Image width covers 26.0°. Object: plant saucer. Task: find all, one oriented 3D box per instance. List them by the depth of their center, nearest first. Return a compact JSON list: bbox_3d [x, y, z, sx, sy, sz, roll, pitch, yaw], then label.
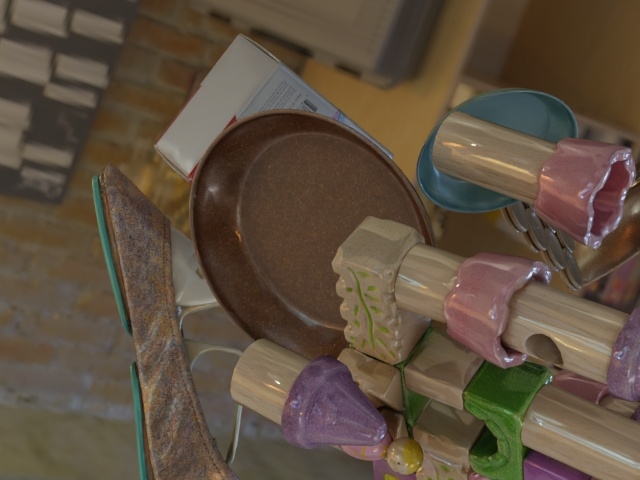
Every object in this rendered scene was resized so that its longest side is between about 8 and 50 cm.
[{"bbox_3d":[0.000,0.000,0.953,0.198,0.199,0.036,25,-147,21],"label":"plant saucer"},{"bbox_3d":[0.122,-0.068,0.984,0.119,0.119,0.021,14,-139,-33],"label":"plant saucer"},{"bbox_3d":[0.365,-0.066,1.457,0.050,0.310,0.310,49,-167,2],"label":"plant saucer"}]

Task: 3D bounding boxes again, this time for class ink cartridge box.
[{"bbox_3d":[-0.038,-0.078,1.224,0.175,0.127,0.072,35,-176,-45],"label":"ink cartridge box"}]

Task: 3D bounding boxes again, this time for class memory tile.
[{"bbox_3d":[0.176,-0.029,1.147,0.148,0.012,0.113,39,-145,-46],"label":"memory tile"}]

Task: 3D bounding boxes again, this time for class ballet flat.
[{"bbox_3d":[-0.122,0.083,1.203,0.106,0.316,0.107,-10,180,-3],"label":"ballet flat"}]

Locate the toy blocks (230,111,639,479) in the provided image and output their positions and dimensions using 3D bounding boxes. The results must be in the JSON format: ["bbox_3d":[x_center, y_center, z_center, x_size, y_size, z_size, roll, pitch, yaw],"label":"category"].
[{"bbox_3d":[0.131,0.133,0.852,0.260,0.289,0.309,22,-128,29],"label":"toy blocks"}]
